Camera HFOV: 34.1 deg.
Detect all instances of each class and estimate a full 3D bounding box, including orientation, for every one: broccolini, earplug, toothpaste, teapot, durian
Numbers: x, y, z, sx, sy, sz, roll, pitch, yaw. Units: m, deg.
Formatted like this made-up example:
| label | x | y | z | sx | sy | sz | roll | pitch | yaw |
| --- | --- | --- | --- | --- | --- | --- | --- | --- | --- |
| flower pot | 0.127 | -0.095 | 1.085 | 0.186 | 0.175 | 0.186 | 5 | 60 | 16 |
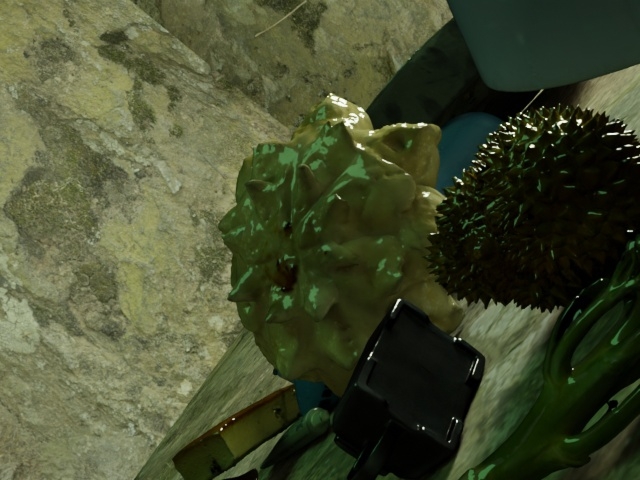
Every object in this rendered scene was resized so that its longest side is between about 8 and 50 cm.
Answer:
| label | x | y | z | sx | sy | sz | roll | pitch | yaw |
| --- | --- | --- | --- | --- | --- | --- | --- | --- | --- |
| broccolini | 0.106 | 0.113 | 0.573 | 0.392 | 0.074 | 0.079 | -50 | 46 | 32 |
| earplug | 0.129 | -0.038 | 1.163 | 0.273 | 0.132 | 0.132 | -49 | 3 | -27 |
| toothpaste | -0.027 | 0.223 | 1.189 | 0.048 | 0.029 | 0.197 | -48 | -1 | -31 |
| teapot | 0.054 | 0.126 | 0.792 | 0.096 | 0.087 | 0.177 | -54 | 2 | 35 |
| durian | 0.158 | -0.025 | 0.726 | 0.168 | 0.137 | 0.158 | -38 | 16 | -33 |

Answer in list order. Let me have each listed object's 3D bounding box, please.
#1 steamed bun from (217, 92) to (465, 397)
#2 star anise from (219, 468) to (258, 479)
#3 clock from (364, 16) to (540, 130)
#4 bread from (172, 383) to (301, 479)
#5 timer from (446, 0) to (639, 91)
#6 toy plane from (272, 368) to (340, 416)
| label | x | y | z | sx | sy | sz | roll | pitch | yaw |
| --- | --- | --- | --- | --- | --- | --- | --- | --- | --- |
| steamed bun | 0.000 | 0.000 | 0.999 | 0.137 | 0.292 | 0.295 | 2 | -46 | -47 |
| star anise | -0.140 | 0.311 | 1.095 | 0.196 | 0.111 | 0.212 | -33 | -30 | -9 |
| clock | 0.189 | -0.189 | 1.345 | 0.386 | 0.076 | 0.386 | -40 | -12 | -10 |
| bread | -0.077 | 0.219 | 1.226 | 0.088 | 0.049 | 0.226 | -38 | -8 | 30 |
| timer | 0.254 | -0.225 | 0.563 | 0.395 | 0.173 | 0.395 | -25 | 18 | 9 |
| toy plane | 0.013 | 0.074 | 1.221 | 0.254 | 0.105 | 0.271 | 24 | -96 | -52 |
